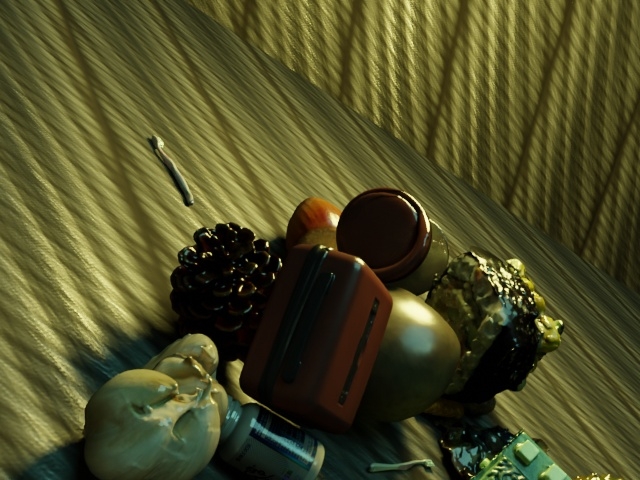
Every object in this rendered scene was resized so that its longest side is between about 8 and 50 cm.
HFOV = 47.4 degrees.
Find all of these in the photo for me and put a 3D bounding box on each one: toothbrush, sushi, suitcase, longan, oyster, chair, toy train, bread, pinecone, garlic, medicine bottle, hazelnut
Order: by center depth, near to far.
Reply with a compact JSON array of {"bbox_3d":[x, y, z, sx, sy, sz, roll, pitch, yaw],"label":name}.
[{"bbox_3d":[-0.219,0.257,1.075,0.185,0.203,0.281,58,23,1],"label":"garlic"},{"bbox_3d":[-0.097,0.337,1.204,0.191,0.107,0.107,34,25,-9],"label":"medicine bottle"},{"bbox_3d":[-0.001,0.174,1.285,0.161,0.297,0.236,12,-19,29],"label":"suitcase"},{"bbox_3d":[-0.164,0.082,1.352,0.246,0.292,0.246,0,54,0],"label":"pinecone"},{"bbox_3d":[0.333,0.493,1.355,0.271,0.188,0.159,-34,64,-23],"label":"toy train"},{"bbox_3d":[0.164,0.453,1.470,0.204,0.017,0.022,14,15,-43],"label":"toothbrush"},{"bbox_3d":[0.138,0.227,1.522,0.288,0.288,0.350,34,10,-9],"label":"longan"},{"bbox_3d":[0.422,0.503,1.654,0.361,0.096,0.221,21,37,-29],"label":"oyster"},{"bbox_3d":[0.273,0.385,1.698,0.157,0.044,0.052,20,3,-33],"label":"bread"},{"bbox_3d":[0.172,0.008,1.710,0.226,0.226,0.401,46,5,17],"label":"chair"},{"bbox_3d":[0.416,0.225,1.724,0.285,0.328,0.329,14,22,-24],"label":"sushi"},{"bbox_3d":[0.381,0.398,1.810,0.113,0.060,0.082,30,25,-14],"label":"bread"},{"bbox_3d":[-0.370,-0.179,1.826,0.027,0.021,0.269,4,42,-43],"label":"toothbrush"},{"bbox_3d":[-0.009,0.004,1.838,0.210,0.210,0.186,35,55,-7],"label":"hazelnut"}]

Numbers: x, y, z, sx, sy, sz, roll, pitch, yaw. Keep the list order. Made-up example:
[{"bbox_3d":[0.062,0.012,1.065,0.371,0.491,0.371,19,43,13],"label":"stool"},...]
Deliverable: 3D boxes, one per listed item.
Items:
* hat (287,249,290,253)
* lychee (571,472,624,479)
[{"bbox_3d":[-0.011,0.114,1.654,0.203,0.126,0.203,21,12,-4],"label":"hat"},{"bbox_3d":[0.556,0.607,1.453,0.270,0.320,0.270,39,42,-48],"label":"lychee"}]
